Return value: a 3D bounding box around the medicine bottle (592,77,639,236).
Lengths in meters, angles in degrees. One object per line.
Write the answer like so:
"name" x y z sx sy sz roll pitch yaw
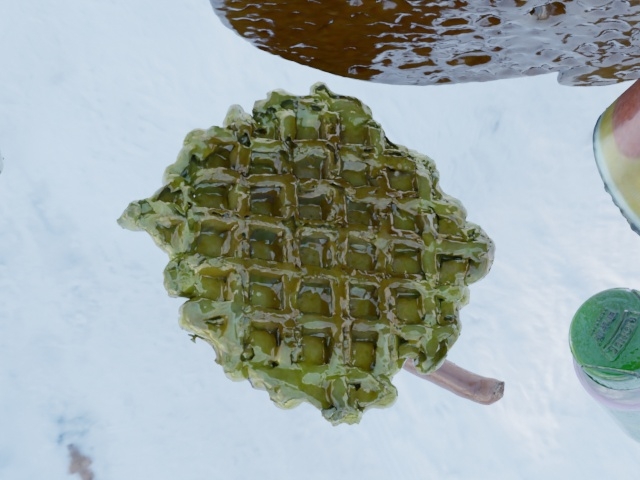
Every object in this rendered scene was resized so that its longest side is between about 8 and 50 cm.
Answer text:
"medicine bottle" 0.255 -0.128 0.320 0.108 0.108 0.426 48 137 6

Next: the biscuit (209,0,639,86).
"biscuit" 0.124 -0.173 0.642 0.394 0.350 0.070 -4 80 32

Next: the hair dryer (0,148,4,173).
"hair dryer" -0.280 -0.104 0.793 0.038 0.063 0.124 -28 68 -21

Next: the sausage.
"sausage" 0.148 0.157 1.259 0.158 0.042 0.036 22 59 29

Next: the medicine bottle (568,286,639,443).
"medicine bottle" 0.373 0.149 1.224 0.133 0.274 0.133 -11 62 23

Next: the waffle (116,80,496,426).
"waffle" -0.001 0.001 0.757 0.245 0.052 0.254 42 58 7
